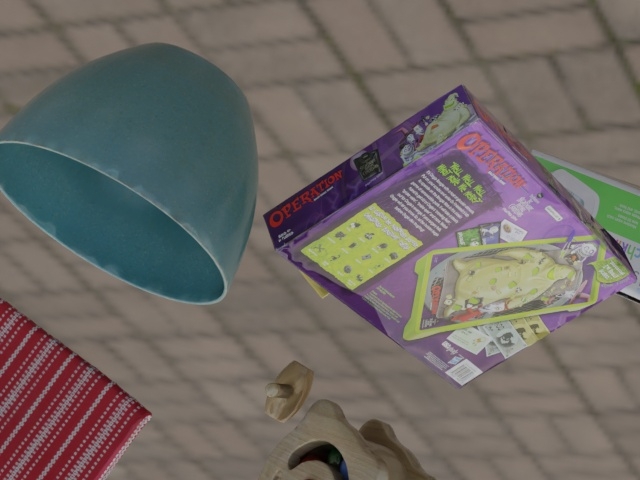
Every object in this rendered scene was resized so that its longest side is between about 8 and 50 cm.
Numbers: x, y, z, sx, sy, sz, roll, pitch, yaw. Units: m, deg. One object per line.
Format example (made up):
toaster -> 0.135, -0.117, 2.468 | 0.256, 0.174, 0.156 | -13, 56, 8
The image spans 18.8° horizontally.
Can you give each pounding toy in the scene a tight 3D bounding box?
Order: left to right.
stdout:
pounding toy -> -0.016, 0.230, 1.839 | 0.155, 0.154, 0.269 | 24, -169, -29

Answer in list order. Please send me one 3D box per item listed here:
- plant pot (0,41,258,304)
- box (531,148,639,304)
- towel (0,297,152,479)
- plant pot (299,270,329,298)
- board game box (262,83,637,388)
plant pot -> -0.180, -0.093, 2.044 | 0.290, 0.195, 0.290 | 26, 160, 10
box -> 0.386, 0.007, 2.289 | 0.231, 0.126, 0.262 | 16, -173, -43
towel -> -0.330, 0.193, 2.077 | 0.275, 0.199, 0.031 | 33, 175, 29
plant pot -> 0.000, 0.000, 2.245 | 0.081, 0.081, 0.083 | -42, 112, 12
board game box -> 0.124, 0.008, 1.717 | 0.208, 0.056, 0.347 | -29, 144, 17
